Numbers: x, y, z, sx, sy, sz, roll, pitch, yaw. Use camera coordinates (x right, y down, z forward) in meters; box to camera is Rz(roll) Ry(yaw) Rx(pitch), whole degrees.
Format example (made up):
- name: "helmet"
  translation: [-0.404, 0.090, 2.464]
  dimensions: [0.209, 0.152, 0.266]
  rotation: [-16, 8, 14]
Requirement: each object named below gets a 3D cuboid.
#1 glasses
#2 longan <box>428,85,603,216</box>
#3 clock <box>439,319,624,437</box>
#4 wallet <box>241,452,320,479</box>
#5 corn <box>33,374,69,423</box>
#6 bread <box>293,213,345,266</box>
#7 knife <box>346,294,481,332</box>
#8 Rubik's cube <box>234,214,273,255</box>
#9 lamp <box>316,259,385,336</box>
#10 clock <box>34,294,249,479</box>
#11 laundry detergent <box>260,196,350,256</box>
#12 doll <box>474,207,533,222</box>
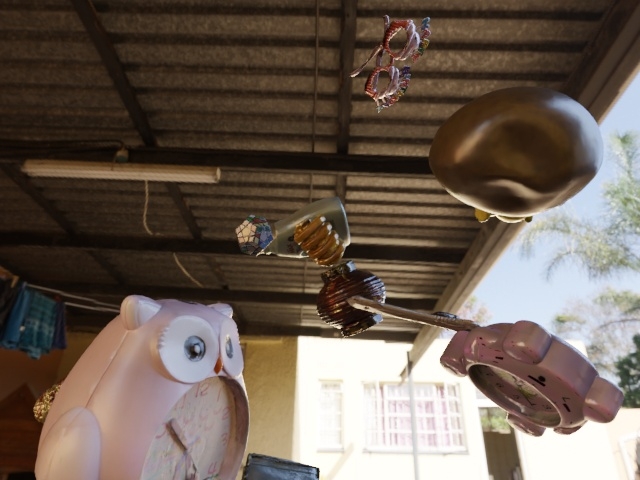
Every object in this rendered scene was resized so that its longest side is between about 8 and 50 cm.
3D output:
- name: "glasses"
  translation: [0.181, -0.459, 1.139]
  dimensions: [0.162, 0.095, 0.256]
  rotation: [0, -49, -35]
- name: "longan"
  translation: [0.411, -0.193, 0.948]
  dimensions: [0.349, 0.289, 0.289]
  rotation: [1, -29, 5]
- name: "clock"
  translation: [0.446, 0.300, 0.970]
  dimensions: [0.295, 0.113, 0.322]
  rotation: [40, -23, 6]
- name: "wallet"
  translation: [-0.119, 0.768, 1.170]
  dimensions: [0.237, 0.343, 0.075]
  rotation: [23, -45, -21]
- name: "corn"
  translation: [-0.553, 0.345, 1.082]
  dimensions: [0.289, 0.098, 0.098]
  rotation: [-33, -31, -7]
- name: "bread"
  translation: [0.000, 0.000, 1.371]
  dimensions: [0.177, 0.119, 0.084]
  rotation: [48, -6, -10]
- name: "knife"
  translation: [0.244, 0.190, 1.157]
  dimensions: [0.364, 0.043, 0.089]
  rotation: [14, -33, -4]
- name: "Rubik's cube"
  translation: [-0.182, -0.015, 1.206]
  dimensions: [0.111, 0.093, 0.111]
  rotation: [3, -35, 2]
- name: "lamp"
  translation: [0.095, 0.184, 1.435]
  dimensions: [0.246, 0.247, 0.247]
  rotation: [2, -29, 1]
- name: "clock"
  translation: [-0.288, 0.286, 0.760]
  dimensions: [0.250, 0.378, 0.368]
  rotation: [6, -8, 26]
- name: "laundry detergent"
  translation: [-0.083, -0.017, 1.832]
  dimensions: [0.397, 0.125, 0.264]
  rotation: [-18, -43, -3]
- name: "doll"
  translation: [0.612, -0.152, 1.334]
  dimensions: [0.362, 0.200, 0.145]
  rotation: [-15, 0, -24]
